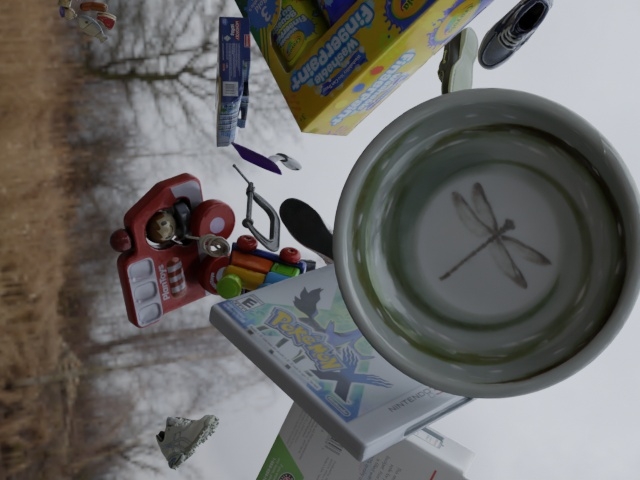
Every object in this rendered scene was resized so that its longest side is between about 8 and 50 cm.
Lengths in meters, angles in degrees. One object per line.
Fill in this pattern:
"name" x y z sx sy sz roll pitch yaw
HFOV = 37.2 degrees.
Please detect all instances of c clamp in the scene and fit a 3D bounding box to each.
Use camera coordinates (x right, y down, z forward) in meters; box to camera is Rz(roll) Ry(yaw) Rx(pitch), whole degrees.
"c clamp" -0.122 -0.052 1.791 0.137 0.022 0.161 43 25 -34

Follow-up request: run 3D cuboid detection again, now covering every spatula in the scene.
"spatula" -0.078 -0.139 1.666 0.030 0.084 0.296 -67 168 8

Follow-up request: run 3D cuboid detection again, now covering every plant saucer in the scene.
"plant saucer" 0.219 0.004 1.260 0.100 0.400 0.401 4 80 -76

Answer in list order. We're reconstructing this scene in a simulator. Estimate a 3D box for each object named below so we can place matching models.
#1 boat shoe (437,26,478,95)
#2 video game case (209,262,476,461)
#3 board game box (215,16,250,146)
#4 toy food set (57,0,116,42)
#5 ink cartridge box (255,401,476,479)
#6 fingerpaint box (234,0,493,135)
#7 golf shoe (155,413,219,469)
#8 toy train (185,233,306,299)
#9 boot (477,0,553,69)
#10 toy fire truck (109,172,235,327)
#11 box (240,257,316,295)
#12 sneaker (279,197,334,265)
"boat shoe" 0.311 -0.397 2.211 0.081 0.068 0.228 46 49 -37
"video game case" 0.054 0.151 1.370 0.329 0.300 0.036 37 -51 35
"board game box" -0.166 -0.282 1.788 0.194 0.060 0.194 106 -17 -63
"toy food set" -0.386 -0.378 1.564 0.078 0.122 0.019 -35 -142 29
"ink cartridge box" 0.099 0.378 1.478 0.207 0.353 0.119 -64 165 11
"fingerpaint box" 0.069 -0.487 1.897 0.445 0.163 0.371 -39 -113 34
"golf shoe" -0.259 0.362 1.794 0.086 0.069 0.176 49 -53 7
"toy train" -0.163 0.061 1.797 0.143 0.248 0.105 -62 166 -60
"boot" 0.353 -0.384 1.759 0.190 0.069 0.086 -52 -178 33
"toy fire truck" -0.324 0.019 2.056 0.169 0.254 0.302 27 -48 45
"box" -0.099 0.122 2.044 0.077 0.147 0.180 -169 -93 -71
"sneaker" 0.000 0.001 2.397 0.090 0.270 0.145 -54 -177 -9
